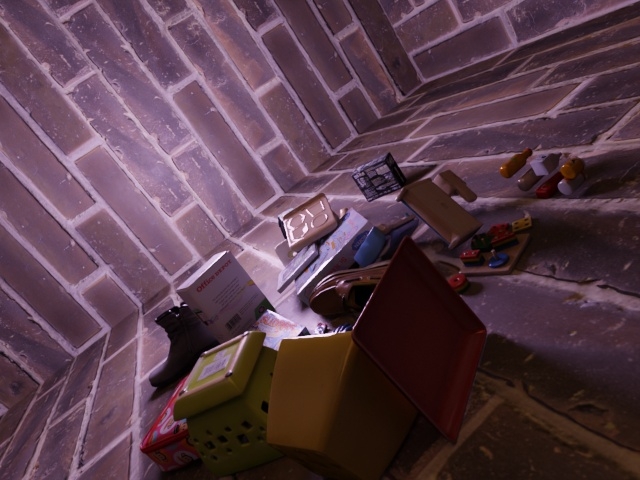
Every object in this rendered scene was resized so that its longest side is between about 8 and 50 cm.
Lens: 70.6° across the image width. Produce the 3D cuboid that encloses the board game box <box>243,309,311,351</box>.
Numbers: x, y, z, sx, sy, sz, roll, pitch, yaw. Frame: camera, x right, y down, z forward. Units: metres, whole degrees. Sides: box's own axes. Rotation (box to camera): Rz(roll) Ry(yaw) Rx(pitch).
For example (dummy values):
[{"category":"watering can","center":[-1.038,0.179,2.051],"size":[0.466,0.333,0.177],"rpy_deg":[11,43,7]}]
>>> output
[{"category":"board game box","center":[-0.140,0.287,1.334],"size":[0.201,0.035,0.136],"rpy_deg":[11,48,49]}]

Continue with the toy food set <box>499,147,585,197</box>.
[{"category":"toy food set","center":[0.583,-0.181,1.142],"size":[0.104,0.111,0.232],"rpy_deg":[-40,16,-13]}]

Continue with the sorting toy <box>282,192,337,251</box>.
[{"category":"sorting toy","center":[-0.040,-0.066,1.659],"size":[0.193,0.038,0.208],"rpy_deg":[-31,41,9]}]

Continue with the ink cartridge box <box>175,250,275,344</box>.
[{"category":"ink cartridge box","center":[-0.322,0.205,1.549],"size":[0.117,0.278,0.201],"rpy_deg":[-12,29,51]}]

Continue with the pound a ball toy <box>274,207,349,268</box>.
[{"category":"pound a ball toy","center":[0.000,0.000,1.777],"size":[0.319,0.136,0.208],"rpy_deg":[-33,-5,5]}]

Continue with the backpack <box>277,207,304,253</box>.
[{"category":"backpack","center":[-0.097,-0.051,1.938],"size":[0.144,0.188,0.166],"rpy_deg":[-37,17,-5]}]

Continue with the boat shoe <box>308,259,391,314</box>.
[{"category":"boat shoe","center":[0.088,0.141,1.231],"size":[0.307,0.111,0.104],"rpy_deg":[-27,18,26]}]

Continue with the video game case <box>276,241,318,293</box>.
[{"category":"video game case","center":[-0.081,0.086,1.584],"size":[0.190,0.022,0.173],"rpy_deg":[-46,12,8]}]

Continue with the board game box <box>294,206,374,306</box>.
[{"category":"board game box","center":[0.041,0.042,1.515],"size":[0.318,0.066,0.319],"rpy_deg":[-46,12,6]}]

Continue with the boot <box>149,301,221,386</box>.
[{"category":"boot","center":[-0.523,0.357,1.620],"size":[0.338,0.223,0.118],"rpy_deg":[-35,18,1]}]

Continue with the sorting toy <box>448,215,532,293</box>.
[{"category":"sorting toy","center":[0.408,0.017,1.068],"size":[0.274,0.046,0.132],"rpy_deg":[-46,20,-30]}]

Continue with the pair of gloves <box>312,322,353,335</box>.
[{"category":"pair of gloves","center":[0.000,0.276,1.197],"size":[0.198,0.023,0.159],"rpy_deg":[-14,28,51]}]

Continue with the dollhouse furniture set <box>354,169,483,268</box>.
[{"category":"dollhouse furniture set","center":[0.297,-0.004,1.304],"size":[0.286,0.198,0.303],"rpy_deg":[-23,-28,-44]}]

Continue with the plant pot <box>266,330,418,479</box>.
[{"category":"plant pot","center":[0.027,0.304,0.803],"size":[0.212,0.212,0.187],"rpy_deg":[-17,38,45]}]

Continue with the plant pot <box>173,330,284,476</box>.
[{"category":"plant pot","center":[-0.183,0.355,1.030],"size":[0.228,0.207,0.227],"rpy_deg":[-27,19,21]}]

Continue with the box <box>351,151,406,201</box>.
[{"category":"box","center":[0.248,-0.268,1.928],"size":[0.180,0.147,0.077],"rpy_deg":[-22,22,38]}]

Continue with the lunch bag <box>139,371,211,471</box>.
[{"category":"lunch bag","center":[-0.339,0.459,1.214],"size":[0.258,0.120,0.293],"rpy_deg":[-32,16,25]}]

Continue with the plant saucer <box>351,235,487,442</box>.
[{"category":"plant saucer","center":[0.173,0.163,0.788],"size":[0.047,0.259,0.258],"rpy_deg":[-31,16,46]}]
